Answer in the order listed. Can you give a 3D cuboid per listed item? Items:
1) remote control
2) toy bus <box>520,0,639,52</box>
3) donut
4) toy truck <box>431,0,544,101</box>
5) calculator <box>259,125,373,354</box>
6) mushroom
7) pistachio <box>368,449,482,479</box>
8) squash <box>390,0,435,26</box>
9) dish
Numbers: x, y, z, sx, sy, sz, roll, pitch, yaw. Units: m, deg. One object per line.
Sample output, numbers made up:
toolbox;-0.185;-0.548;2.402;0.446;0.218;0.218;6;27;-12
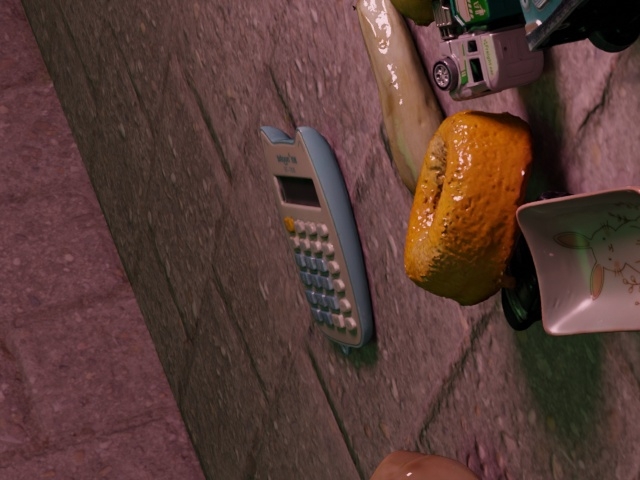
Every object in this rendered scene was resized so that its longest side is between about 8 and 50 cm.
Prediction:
remote control;0.267;0.027;1.923;0.266;0.066;0.090;105;159;-62
toy bus;0.287;-0.248;1.363;0.128;0.256;0.147;132;124;-67
donut;0.178;-0.039;1.941;0.253;0.118;0.253;-169;90;-84
toy truck;0.178;-0.290;1.853;0.124;0.114;0.253;-3;102;59
calculator;0.000;0.000;2.624;0.256;0.054;0.386;-170;65;-68
mushroom;0.113;-0.177;2.137;0.100;0.081;0.312;75;176;-76
pistachio;0.175;0.442;2.269;0.331;0.208;0.226;59;-157;3
squash;0.121;-0.346;1.954;0.123;0.123;0.186;-143;39;-60
dish;0.311;0.018;1.715;0.212;0.077;0.151;-9;97;58
